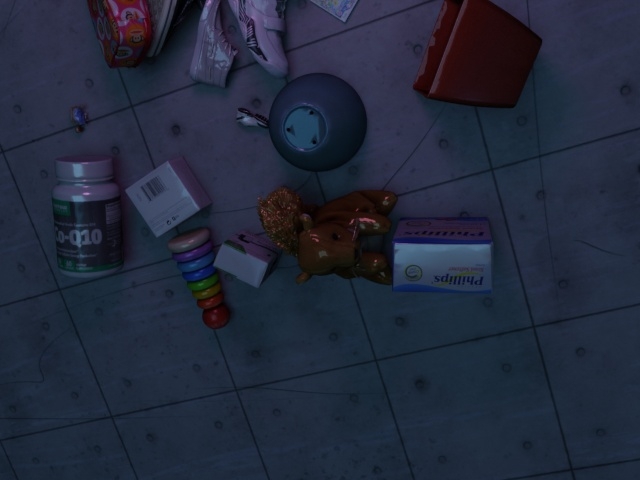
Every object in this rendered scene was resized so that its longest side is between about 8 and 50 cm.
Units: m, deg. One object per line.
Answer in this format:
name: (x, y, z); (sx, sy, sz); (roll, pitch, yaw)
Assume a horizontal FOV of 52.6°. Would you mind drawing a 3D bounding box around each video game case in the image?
video game case: (0.041, -0.686, 1.828); (0.122, 0.011, 0.087); (33, 108, 1)

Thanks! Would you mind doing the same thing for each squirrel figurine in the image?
squirrel figurine: (0.000, 0.000, 1.810); (0.397, 0.370, 0.280); (14, 108, 22)

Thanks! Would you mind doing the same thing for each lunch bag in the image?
lunch bag: (-0.587, -0.644, 1.847); (0.258, 0.120, 0.293); (-25, 81, 59)

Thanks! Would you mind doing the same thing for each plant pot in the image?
plant pot: (0.414, -0.478, 1.693); (0.236, 0.267, 0.267); (17, 108, -6)
plant pot: (-0.025, -0.327, 1.841); (0.290, 0.195, 0.290); (3, 105, 11)

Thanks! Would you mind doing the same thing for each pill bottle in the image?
pill bottle: (-0.734, -0.079, 2.044); (0.204, 0.204, 0.360); (4, 105, 10)

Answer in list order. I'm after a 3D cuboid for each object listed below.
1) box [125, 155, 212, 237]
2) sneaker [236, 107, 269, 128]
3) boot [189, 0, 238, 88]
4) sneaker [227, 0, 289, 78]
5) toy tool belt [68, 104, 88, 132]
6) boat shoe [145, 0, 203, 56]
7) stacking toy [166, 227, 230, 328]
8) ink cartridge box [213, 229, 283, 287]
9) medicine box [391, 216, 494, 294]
box: (-0.470, -0.136, 2.020); (0.181, 0.119, 0.181); (-31, 97, 17)
sneaker: (-0.204, -0.361, 1.955); (0.109, 0.040, 0.043); (26, 124, 7)
boot: (-0.294, -0.577, 1.892); (0.124, 0.095, 0.258); (17, 115, 0)
sneaker: (-0.127, -0.651, 1.804); (0.210, 0.137, 0.365); (-23, 96, 19)
toy tool belt: (-0.761, -0.385, 2.049); (0.051, 0.052, 0.083); (-8, 104, 22)
boat shoe: (-0.396, -0.729, 1.817); (0.186, 0.156, 0.500); (53, 129, 27)
stacking toy: (-0.369, 0.132, 2.076); (0.141, 0.141, 0.330); (-14, 108, 14)
ink cartridge box: (-0.214, 0.051, 1.973); (0.153, 0.208, 0.086); (24, 105, 3)
medicine box: (0.342, 0.036, 1.813); (0.264, 0.289, 0.149); (0, 104, 11)
